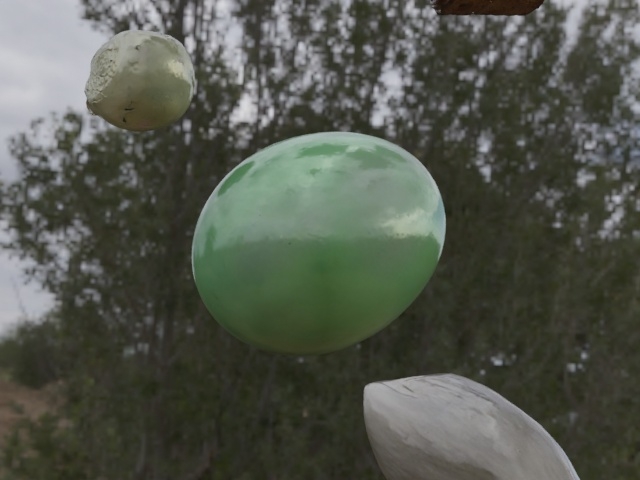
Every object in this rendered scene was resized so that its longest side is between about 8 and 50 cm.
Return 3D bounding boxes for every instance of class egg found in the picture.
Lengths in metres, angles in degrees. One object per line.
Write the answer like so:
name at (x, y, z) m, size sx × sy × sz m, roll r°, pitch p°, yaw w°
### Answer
egg at (0.000, 0.000, 1.108) m, size 0.269 × 0.220 × 0.220 m, roll -29°, pitch -1°, yaw -13°

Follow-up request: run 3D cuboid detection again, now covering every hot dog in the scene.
hot dog at (0.192, -0.292, 1.235) m, size 0.147 × 0.065 × 0.099 m, roll -8°, pitch -22°, yaw -27°

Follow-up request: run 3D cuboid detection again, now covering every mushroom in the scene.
mushroom at (0.105, 0.148, 0.669) m, size 0.212 × 0.088 × 0.097 m, roll 34°, pitch -25°, yaw 40°

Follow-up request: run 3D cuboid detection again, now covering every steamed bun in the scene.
steamed bun at (-0.197, -0.170, 1.211) m, size 0.112 × 0.091 × 0.130 m, roll 9°, pitch -32°, yaw -40°
